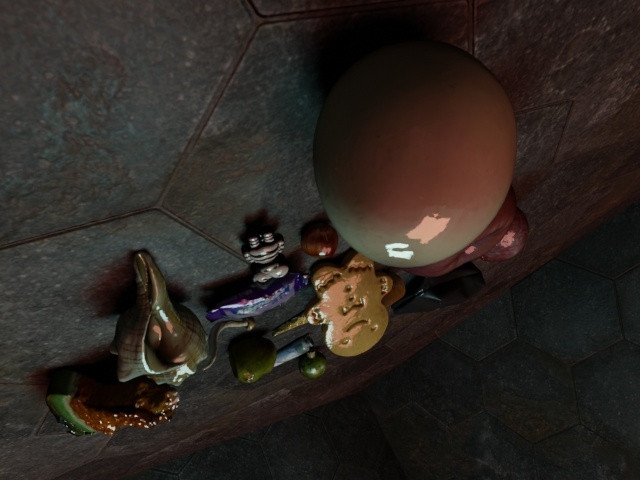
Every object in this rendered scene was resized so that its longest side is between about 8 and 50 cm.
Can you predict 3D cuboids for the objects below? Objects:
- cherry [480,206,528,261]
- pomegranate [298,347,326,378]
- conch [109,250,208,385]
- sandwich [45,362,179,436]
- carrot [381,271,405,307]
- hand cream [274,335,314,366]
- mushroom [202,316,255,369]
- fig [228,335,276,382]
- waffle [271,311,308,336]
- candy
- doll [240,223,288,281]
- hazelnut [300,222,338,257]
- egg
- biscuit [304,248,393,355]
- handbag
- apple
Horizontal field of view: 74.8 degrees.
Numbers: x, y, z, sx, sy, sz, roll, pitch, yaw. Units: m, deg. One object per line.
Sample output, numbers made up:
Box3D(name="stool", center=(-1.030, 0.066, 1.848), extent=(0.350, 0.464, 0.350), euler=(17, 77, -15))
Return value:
Box3D(name="cherry", center=(0.558, -0.032, 1.320), extent=(0.192, 0.174, 0.249), euler=(-16, 155, 5))
Box3D(name="pomegranate", center=(-0.036, 0.523, 1.787), extent=(0.131, 0.130, 0.130), euler=(-23, 153, -13))
Box3D(name="conch", center=(-0.349, 0.192, 0.858), extent=(0.170, 0.203, 0.385), euler=(-8, 130, 12))
Box3D(name="sandwich", center=(-0.492, 0.377, 1.036), extent=(0.302, 0.161, 0.250), euler=(2, 137, 4))
Box3D(name="carrot", center=(0.137, 0.189, 1.346), extent=(0.302, 0.138, 0.138), euler=(-17, 151, -26))
Box3D(name="hand cream", center=(-0.140, 0.440, 1.612), extent=(0.256, 0.055, 0.088), euler=(-29, 150, 15))
Box3D(name="mushroom", center=(-0.239, 0.238, 1.056), extent=(0.043, 0.068, 0.306), euler=(-63, 171, 11))
Box3D(name="fig", center=(-0.220, 0.377, 1.314), extent=(0.165, 0.154, 0.143), euler=(-63, 164, -79))
Box3D(name="waffle", center=(-0.089, 0.264, 1.374), extent=(0.153, 0.023, 0.097), euler=(-18, 150, -19))
Box3D(name="candy", center=(-0.148, 0.139, 1.035), extent=(0.276, 0.070, 0.145), euler=(-19, 162, -14))
Box3D(name="doll", center=(-0.117, 0.037, 0.906), extent=(0.091, 0.067, 0.219), euler=(-20, 154, -10))
Box3D(name="hazelnut", center=(0.000, 0.000, 0.949), extent=(0.086, 0.086, 0.086), euler=(-23, 153, -13))
Box3D(name="egg", center=(0.127, -0.117, 0.589), extent=(0.284, 0.344, 0.282), euler=(7, 139, 6))
Box3D(name="biscuit", center=(0.090, 0.193, 1.207), extent=(0.276, 0.052, 0.354), euler=(-19, 119, -15))
Box3D(name="handbag", center=(0.459, 0.216, 1.702), extent=(0.343, 0.152, 0.288), euler=(-8, 158, -34))
Box3D(name="apple", center=(0.255, -0.061, 0.909), extent=(0.306, 0.234, 0.305), euler=(-25, 156, -12))
